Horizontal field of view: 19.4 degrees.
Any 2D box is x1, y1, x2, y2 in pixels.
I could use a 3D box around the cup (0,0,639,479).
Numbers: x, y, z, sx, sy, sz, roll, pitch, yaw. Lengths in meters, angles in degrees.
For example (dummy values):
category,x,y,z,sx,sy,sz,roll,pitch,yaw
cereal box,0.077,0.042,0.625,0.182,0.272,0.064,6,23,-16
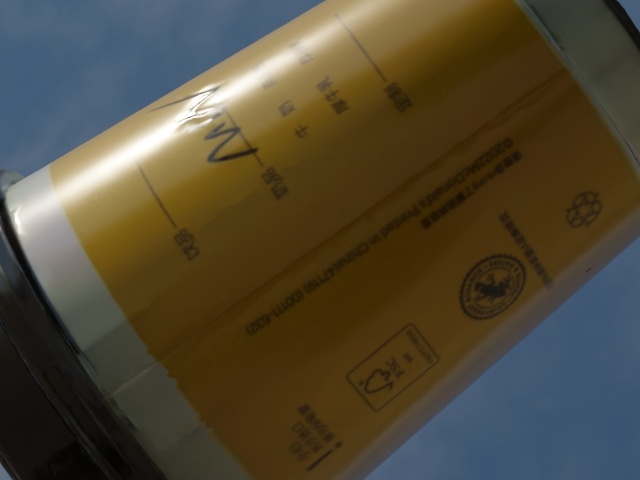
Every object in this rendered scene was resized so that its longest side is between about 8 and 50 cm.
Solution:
category,x,y,z,sx,sy,sz,roll,pitch,yaw
cup,0.000,0.000,0.728,0.279,0.196,0.196,-37,-71,3
